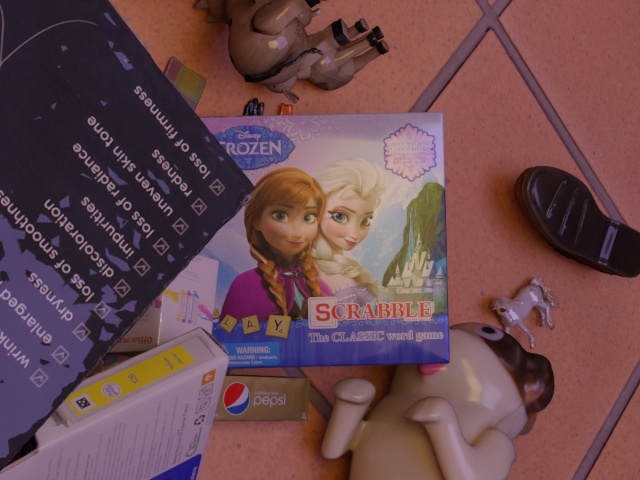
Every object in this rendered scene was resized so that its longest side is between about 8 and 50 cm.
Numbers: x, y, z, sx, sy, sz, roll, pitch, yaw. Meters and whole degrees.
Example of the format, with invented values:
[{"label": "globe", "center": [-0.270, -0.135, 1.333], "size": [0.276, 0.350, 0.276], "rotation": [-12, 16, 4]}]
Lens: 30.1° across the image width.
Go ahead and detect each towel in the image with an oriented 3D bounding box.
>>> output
[{"label": "towel", "center": [-0.181, -0.185, 1.510], "size": [0.060, 0.009, 0.083], "rotation": [32, 70, -34]}]

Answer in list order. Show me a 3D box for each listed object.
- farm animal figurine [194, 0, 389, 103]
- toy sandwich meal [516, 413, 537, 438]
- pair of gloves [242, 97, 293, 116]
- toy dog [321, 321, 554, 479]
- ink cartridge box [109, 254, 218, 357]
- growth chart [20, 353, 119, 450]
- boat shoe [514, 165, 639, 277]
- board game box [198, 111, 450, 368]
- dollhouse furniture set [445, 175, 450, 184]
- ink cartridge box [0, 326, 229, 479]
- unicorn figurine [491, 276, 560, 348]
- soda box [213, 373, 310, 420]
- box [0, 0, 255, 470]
[{"label": "farm animal figurine", "center": [-0.061, -0.285, 1.501], "size": [0.330, 0.172, 0.327], "rotation": [52, 18, -25]}, {"label": "toy sandwich meal", "center": [0.308, 0.271, 1.874], "size": [0.085, 0.029, 0.085], "rotation": [7, 79, -39]}, {"label": "pair of gloves", "center": [-0.070, -0.151, 1.598], "size": [0.083, 0.010, 0.074], "rotation": [6, 86, -36]}, {"label": "toy dog", "center": [0.175, 0.305, 1.610], "size": [0.395, 0.284, 0.408], "rotation": [32, 68, -37]}, {"label": "ink cartridge box", "center": [-0.189, 0.087, 1.419], "size": [0.090, 0.092, 0.143], "rotation": [19, 70, -48]}, {"label": "growth chart", "center": [-0.314, 0.135, 1.385], "size": [0.237, 0.021, 0.172], "rotation": [-39, 113, -32]}, {"label": "boat shoe", "center": [0.395, -0.023, 1.910], "size": [0.307, 0.104, 0.111], "rotation": [35, 76, -34]}, {"label": "board game box", "center": [0.000, 0.000, 1.501], "size": [0.319, 0.066, 0.318], "rotation": [-2, 89, -1]}, {"label": "dollhouse furniture set", "center": [0.158, -0.091, 1.714], "size": [0.091, 0.114, 0.081], "rotation": [40, 60, -28]}, {"label": "ink cartridge box", "center": [-0.257, 0.266, 1.289], "size": [0.307, 0.072, 0.303], "rotation": [-20, 143, -37]}, {"label": "unicorn figurine", "center": [0.315, 0.114, 1.873], "size": [0.111, 0.060, 0.162], "rotation": [62, 39, -18]}, {"label": "soda box", "center": [-0.101, 0.201, 1.526], "size": [0.181, 0.061, 0.058], "rotation": [6, 84, -38]}, {"label": "box", "center": [-0.409, -0.054, 1.132], "size": [0.480, 0.297, 0.472], "rotation": [52, 58, -21]}]
